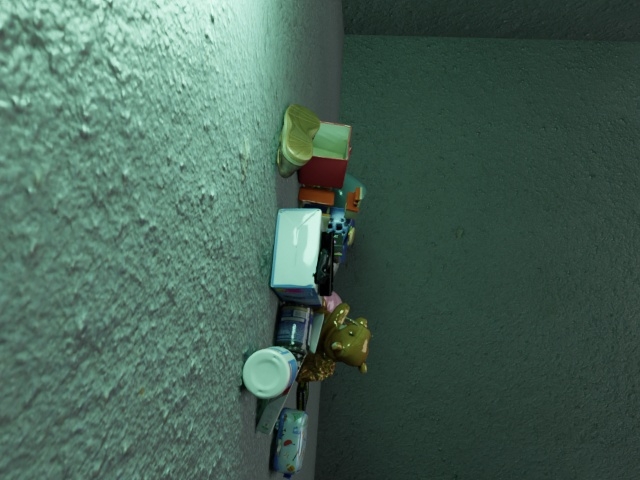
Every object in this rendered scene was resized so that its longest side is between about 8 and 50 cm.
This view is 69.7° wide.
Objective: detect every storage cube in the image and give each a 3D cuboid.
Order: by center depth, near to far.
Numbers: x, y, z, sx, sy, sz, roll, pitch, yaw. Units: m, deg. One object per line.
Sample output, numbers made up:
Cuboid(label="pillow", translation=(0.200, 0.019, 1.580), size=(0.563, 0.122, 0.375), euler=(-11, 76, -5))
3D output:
Cuboid(label="storage cube", translation=(0.013, -0.347, 1.868), size=(0.193, 0.215, 0.184), euler=(98, -1, -60))

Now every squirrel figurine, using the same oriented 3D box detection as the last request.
Cuboid(label="squirrel figurine", translation=(0.045, 0.459, 1.916), size=(0.397, 0.281, 0.370), euler=(-46, -158, -11))

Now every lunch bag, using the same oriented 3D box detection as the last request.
Cuboid(label="lunch bag", translation=(-0.117, 0.791, 1.794), size=(0.303, 0.115, 0.243), euler=(85, 13, -64))

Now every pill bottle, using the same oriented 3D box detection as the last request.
Cuboid(label="pill bottle", translation=(-0.129, 0.357, 1.263), size=(0.221, 0.124, 0.124), euler=(64, 30, -78))
Cuboid(label="pill bottle", translation=(-0.095, 0.339, 1.619), size=(0.123, 0.122, 0.219), euler=(83, 12, -62))

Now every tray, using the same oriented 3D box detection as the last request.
Cuboid(label="tray", translation=(-0.070, 0.338, 1.762), size=(0.270, 0.030, 0.145), euler=(-6, -113, 65))

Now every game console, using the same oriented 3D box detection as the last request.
Cuboid(label="game console", translation=(0.013, 0.071, 1.449), size=(0.361, 0.044, 0.213), euler=(47, 45, -83))

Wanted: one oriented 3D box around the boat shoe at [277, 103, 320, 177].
Cuboid(label="boat shoe", translation=(-0.082, -0.320, 1.476), size=(0.123, 0.123, 0.342), euler=(-53, -157, 37))

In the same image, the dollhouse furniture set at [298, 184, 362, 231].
Cuboid(label="dollhouse furniture set", translation=(0.036, -0.179, 1.941), size=(0.135, 0.259, 0.262), euler=(103, -6, -52))

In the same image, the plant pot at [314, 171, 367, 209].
Cuboid(label="plant pot", translation=(0.074, -0.269, 2.451), size=(0.195, 0.290, 0.290), euler=(53, 20, -16))

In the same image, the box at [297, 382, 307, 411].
Cuboid(label="box", translation=(-0.091, 0.802, 2.422), size=(0.184, 0.045, 0.191), euler=(-70, 164, -64))

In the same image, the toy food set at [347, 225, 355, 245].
Cuboid(label="toy food set", translation=(0.136, -0.021, 2.051), size=(0.083, 0.020, 0.083), euler=(76, 29, -65))

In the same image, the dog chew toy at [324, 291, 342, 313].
Cuboid(label="dog chew toy", translation=(-0.006, 0.311, 2.222), size=(0.332, 0.206, 0.207), euler=(61, 33, -66))

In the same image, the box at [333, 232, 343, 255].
Cuboid(label="box", translation=(0.055, 0.014, 1.752), size=(0.083, 0.062, 0.052), euler=(-83, 174, -54))

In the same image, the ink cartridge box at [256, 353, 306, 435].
Cuboid(label="ink cartridge box", translation=(-0.120, 0.469, 1.449), size=(0.181, 0.056, 0.225), euler=(-38, 150, -82))

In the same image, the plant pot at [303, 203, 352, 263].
Cuboid(label="plant pot", translation=(0.028, -0.022, 2.141), size=(0.236, 0.236, 0.212), euler=(80, 21, -70))

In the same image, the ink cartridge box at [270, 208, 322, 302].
Cuboid(label="ink cartridge box", translation=(-0.062, 0.082, 1.638), size=(0.395, 0.151, 0.270), euler=(72, 22, -71))

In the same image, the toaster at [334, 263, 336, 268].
Cuboid(label="toaster", translation=(0.011, 0.163, 2.499), size=(0.227, 0.129, 0.146), euler=(-62, 170, 1))
